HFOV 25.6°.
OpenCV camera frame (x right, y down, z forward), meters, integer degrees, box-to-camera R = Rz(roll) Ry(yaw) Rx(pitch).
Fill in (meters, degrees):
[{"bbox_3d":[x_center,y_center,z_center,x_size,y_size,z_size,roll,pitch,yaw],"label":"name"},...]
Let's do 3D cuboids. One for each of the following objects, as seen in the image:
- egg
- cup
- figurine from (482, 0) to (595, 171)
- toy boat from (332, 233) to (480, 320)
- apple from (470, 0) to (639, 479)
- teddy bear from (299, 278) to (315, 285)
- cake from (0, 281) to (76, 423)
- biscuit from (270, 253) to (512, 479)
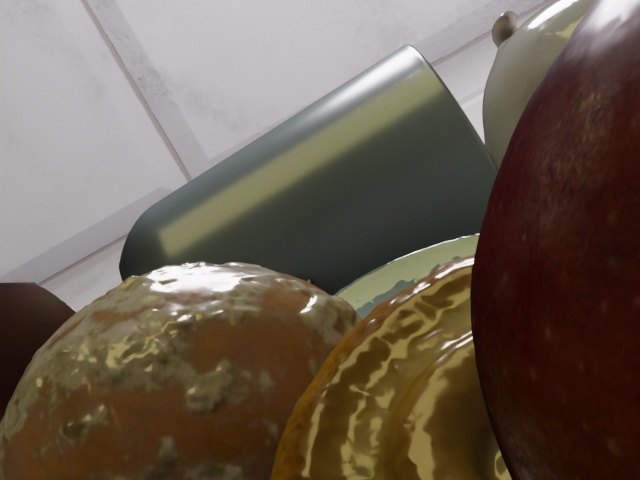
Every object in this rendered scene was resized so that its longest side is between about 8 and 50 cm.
[{"bbox_3d":[-0.076,0.117,0.847,0.245,0.203,0.203,-32,10,-5],"label":"egg"},{"bbox_3d":[0.000,0.000,1.193,0.312,0.205,0.205,-32,10,1],"label":"cup"},{"bbox_3d":[0.301,-0.132,1.013,0.394,0.226,0.274,-20,-29,-43],"label":"figurine"},{"bbox_3d":[0.079,0.073,0.954,0.207,0.079,0.134,-23,40,11],"label":"toy boat"},{"bbox_3d":[0.192,0.014,0.381,0.288,0.288,0.317,-32,20,-9],"label":"apple"},{"bbox_3d":[0.014,0.084,1.064,0.160,0.119,0.078,-11,-19,19],"label":"teddy bear"},{"bbox_3d":[-0.330,0.167,1.435,0.178,0.185,0.208,108,-177,-45],"label":"cake"},{"bbox_3d":[0.090,0.088,0.670,0.274,0.091,0.213,-36,41,-9],"label":"biscuit"}]
